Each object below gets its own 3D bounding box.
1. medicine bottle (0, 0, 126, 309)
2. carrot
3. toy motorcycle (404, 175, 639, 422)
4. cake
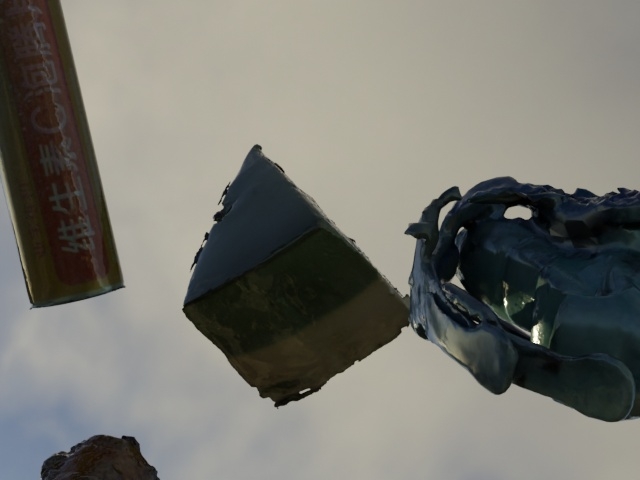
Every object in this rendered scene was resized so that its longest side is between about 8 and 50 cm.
[{"bbox_3d":[-0.267,-0.153,1.378,0.108,0.426,0.108,-13,4,1],"label":"medicine bottle"},{"bbox_3d":[-0.223,0.260,1.218,0.102,0.263,0.102,9,-63,18],"label":"carrot"},{"bbox_3d":[0.165,0.044,0.950,0.206,0.154,0.260,-3,20,-24],"label":"toy motorcycle"},{"bbox_3d":[-0.001,-0.003,1.505,0.172,0.283,0.158,-24,-60,29],"label":"cake"}]
